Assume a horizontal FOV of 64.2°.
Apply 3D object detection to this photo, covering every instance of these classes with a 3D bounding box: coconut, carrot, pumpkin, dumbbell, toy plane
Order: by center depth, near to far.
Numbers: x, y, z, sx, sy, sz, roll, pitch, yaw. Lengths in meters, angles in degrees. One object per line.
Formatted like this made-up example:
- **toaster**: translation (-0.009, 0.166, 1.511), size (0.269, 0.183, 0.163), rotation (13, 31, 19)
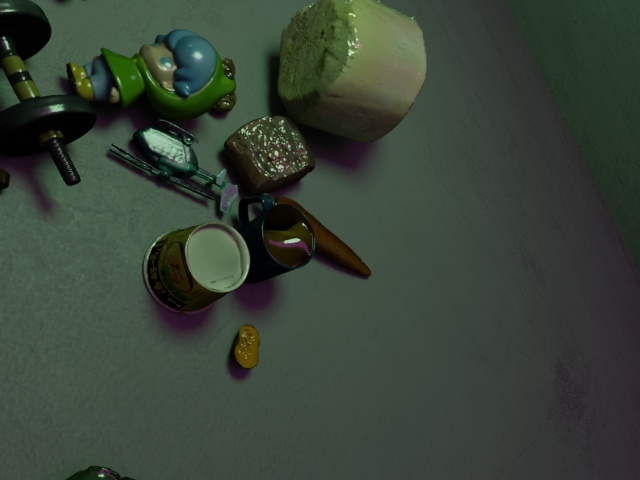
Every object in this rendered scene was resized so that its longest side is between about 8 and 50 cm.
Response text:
- **dumbbell**: translation (-0.423, -0.226, 0.719), size (0.143, 0.143, 0.326), rotation (-28, 93, -44)
- **pumpkin**: translation (-0.132, 0.188, 0.894), size (0.050, 0.028, 0.083), rotation (34, 46, -25)
- **toy plane**: translation (-0.244, -0.137, 0.903), size (0.234, 0.060, 0.096), rotation (27, 65, -27)
- **carrot**: translation (0.000, 0.000, 1.064), size (0.336, 0.069, 0.069), rotation (36, 53, -31)
- **coconut**: translation (0.080, -0.368, 1.115), size (0.309, 0.297, 0.298), rotation (10, 67, -38)

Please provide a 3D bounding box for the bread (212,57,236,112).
- **bread**: translation (-0.198, -0.306, 1.010), size (0.066, 0.060, 0.111), rotation (35, 48, -64)

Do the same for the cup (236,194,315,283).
- **cup**: translation (-0.094, -0.004, 0.925), size (0.113, 0.138, 0.150), rotation (22, 60, -34)

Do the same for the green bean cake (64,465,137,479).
- **green bean cake**: translation (-0.263, 0.418, 0.625), size (0.222, 0.124, 0.227), rotation (42, 49, -18)

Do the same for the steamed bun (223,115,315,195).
- **steamed bun**: translation (-0.096, -0.175, 1.014), size (0.175, 0.106, 0.145), rotation (-29, 94, -41)

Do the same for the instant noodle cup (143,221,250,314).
- **instant noodle cup**: translation (-0.196, 0.038, 0.832), size (0.151, 0.122, 0.152), rotation (14, 66, -35)

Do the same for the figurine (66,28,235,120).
- **figurine**: translation (-0.285, -0.279, 0.871), size (0.263, 0.143, 0.162), rotation (-16, 48, -27)

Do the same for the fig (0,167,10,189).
- **fig**: translation (-0.542, -0.168, 0.624), size (0.290, 0.190, 0.191), rotation (64, 25, -65)
